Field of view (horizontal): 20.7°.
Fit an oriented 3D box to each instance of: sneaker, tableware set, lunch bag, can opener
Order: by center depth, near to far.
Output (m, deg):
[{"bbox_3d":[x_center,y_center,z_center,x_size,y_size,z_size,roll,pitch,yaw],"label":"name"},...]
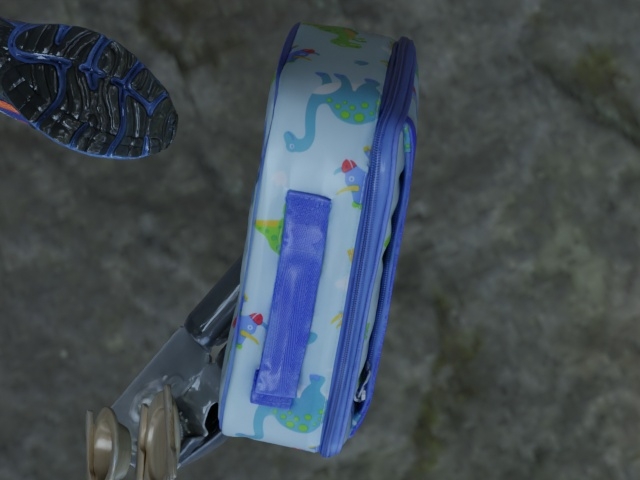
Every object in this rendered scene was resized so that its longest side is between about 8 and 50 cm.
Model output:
[{"bbox_3d":[0.000,0.000,0.984,0.090,0.176,0.219,11,114,2],"label":"lunch bag"},{"bbox_3d":[-0.116,0.163,1.040,0.020,0.141,0.168,7,165,-22],"label":"tableware set"},{"bbox_3d":[-0.200,-0.118,1.227,0.087,0.221,0.083,7,107,-84],"label":"sneaker"},{"bbox_3d":[-0.055,0.071,1.350,0.283,0.076,0.095,-48,160,14],"label":"can opener"}]
